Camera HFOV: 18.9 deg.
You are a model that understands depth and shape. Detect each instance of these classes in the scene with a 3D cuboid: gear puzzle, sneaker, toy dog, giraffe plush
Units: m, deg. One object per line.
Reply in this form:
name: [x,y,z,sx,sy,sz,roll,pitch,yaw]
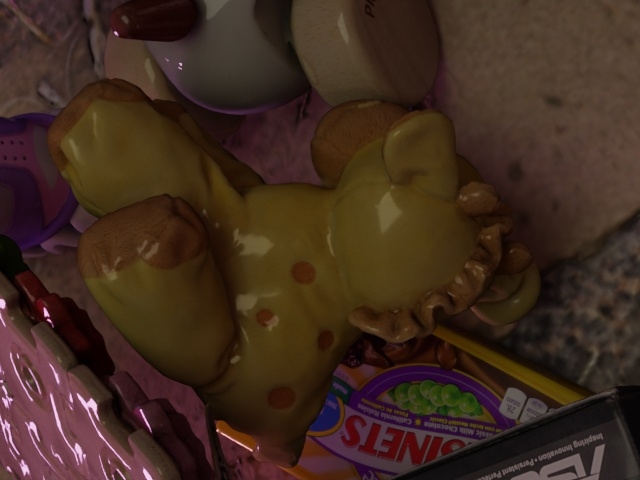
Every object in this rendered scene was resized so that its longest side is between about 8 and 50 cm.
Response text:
gear puzzle: [-0.133,0.059,0.908,0.339,0.044,0.175,41,150,40]
sneaker: [-0.229,-0.014,1.079,0.236,0.104,0.095,-24,75,30]
toy dog: [-0.066,-0.196,0.957,0.220,0.161,0.334,-36,68,25]
giraffe plush: [0.000,0.000,0.880,0.170,0.181,0.210,-28,73,11]

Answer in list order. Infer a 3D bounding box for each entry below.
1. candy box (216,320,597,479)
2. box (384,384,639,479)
candy box: [0.046,0.090,0.941,0.206,0.027,0.105,26,102,32]
box: [0.041,0.273,0.867,0.395,0.097,0.318,-27,72,33]
